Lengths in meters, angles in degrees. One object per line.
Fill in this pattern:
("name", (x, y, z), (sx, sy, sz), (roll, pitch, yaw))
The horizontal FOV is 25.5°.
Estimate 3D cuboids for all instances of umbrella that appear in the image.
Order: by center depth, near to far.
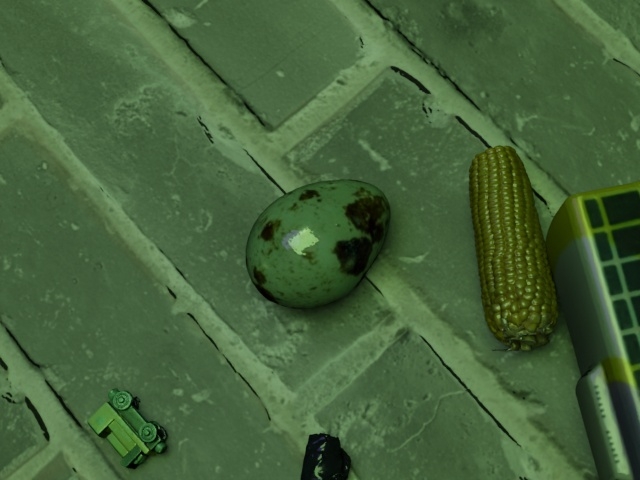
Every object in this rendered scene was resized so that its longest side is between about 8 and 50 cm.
("umbrella", (-0.001, 0.388, 1.934), (0.071, 0.071, 0.248), (3, 70, 12))

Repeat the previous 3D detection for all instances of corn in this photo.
("corn", (0.267, 0.008, 2.004), (0.106, 0.106, 0.305), (-11, 64, 7))

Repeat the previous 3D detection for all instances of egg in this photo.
("egg", (0.000, 0.000, 2.022), (0.231, 0.169, 0.169), (-37, 68, -15))

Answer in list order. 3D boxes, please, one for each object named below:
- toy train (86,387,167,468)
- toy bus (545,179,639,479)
("toy train", (-0.277, 0.271, 2.041), (0.081, 0.050, 0.122), (-43, 69, -1))
("toy bus", (0.451, 0.150, 1.835), (0.249, 0.209, 0.440), (-11, 72, -5))
